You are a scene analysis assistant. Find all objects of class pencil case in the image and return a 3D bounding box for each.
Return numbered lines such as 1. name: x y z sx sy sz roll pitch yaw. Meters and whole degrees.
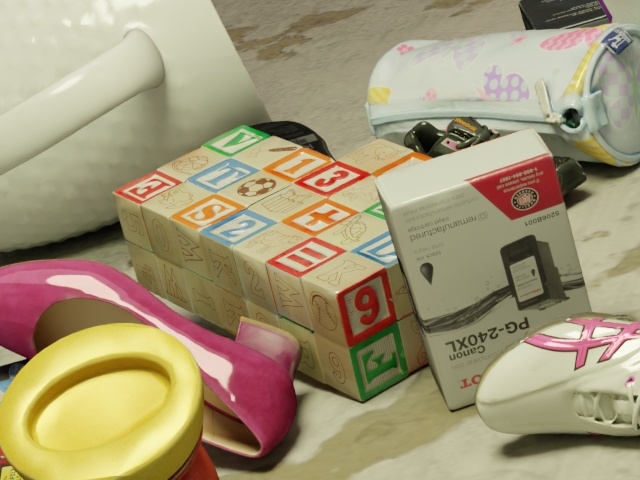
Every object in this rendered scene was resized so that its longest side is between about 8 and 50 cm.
1. pencil case: 0.164 -0.118 1.670 0.273 0.113 0.124 4 37 49

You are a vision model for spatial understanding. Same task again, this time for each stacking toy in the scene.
1. stacking toy: -0.172 0.219 1.094 0.309 0.130 0.279 -23 44 -6

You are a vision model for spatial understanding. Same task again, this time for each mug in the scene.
1. mug: -0.241 -0.132 1.817 0.328 0.276 0.374 -28 11 -1

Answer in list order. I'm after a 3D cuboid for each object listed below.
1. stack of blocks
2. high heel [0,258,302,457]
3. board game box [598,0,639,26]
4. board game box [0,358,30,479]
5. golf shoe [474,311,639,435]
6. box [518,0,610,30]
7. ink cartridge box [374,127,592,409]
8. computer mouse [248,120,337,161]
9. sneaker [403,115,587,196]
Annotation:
1. stack of blocks: 0.000 0.000 1.446 0.171 0.087 0.297 -28 30 -28
2. high heel: -0.134 0.083 1.307 0.244 0.082 0.117 17 29 0
3. board game box: 0.388 -0.236 1.636 0.275 0.142 0.144 -39 17 -21
4. board game box: -0.273 0.162 1.308 0.194 0.060 0.194 -9 28 1
5. golf shoe: 0.179 0.080 1.146 0.186 0.067 0.086 -14 20 10
6. box: 0.272 -0.182 1.785 0.156 0.093 0.158 -16 17 5
7. ink cartridge box: 0.109 0.019 1.260 0.109 0.150 0.063 -19 22 -2
8. computer mouse: -0.048 -0.020 1.678 0.184 0.060 0.262 -20 29 -20
9. sneaker: 0.129 -0.062 1.593 0.178 0.077 0.072 1 28 44
